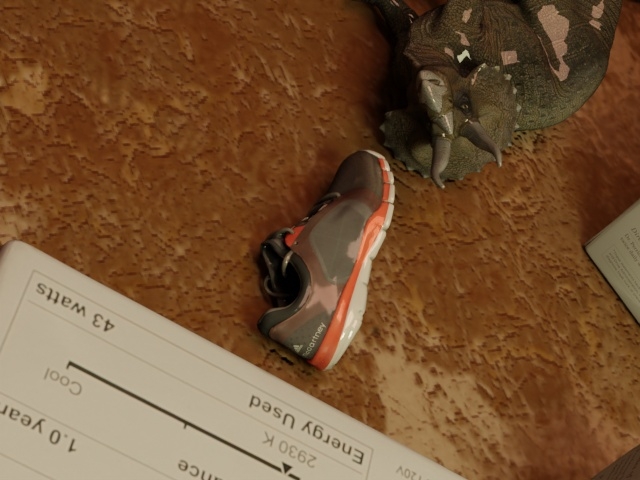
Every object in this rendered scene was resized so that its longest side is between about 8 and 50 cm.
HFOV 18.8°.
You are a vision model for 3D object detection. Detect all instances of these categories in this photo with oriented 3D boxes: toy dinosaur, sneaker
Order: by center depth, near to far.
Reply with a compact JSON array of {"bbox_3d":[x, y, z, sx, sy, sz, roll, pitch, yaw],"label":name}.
[{"bbox_3d":[0.000,0.000,1.140,0.065,0.061,0.158,23,48,-10],"label":"sneaker"},{"bbox_3d":[0.121,-0.129,1.295,0.313,0.121,0.160,-22,85,-46],"label":"toy dinosaur"}]

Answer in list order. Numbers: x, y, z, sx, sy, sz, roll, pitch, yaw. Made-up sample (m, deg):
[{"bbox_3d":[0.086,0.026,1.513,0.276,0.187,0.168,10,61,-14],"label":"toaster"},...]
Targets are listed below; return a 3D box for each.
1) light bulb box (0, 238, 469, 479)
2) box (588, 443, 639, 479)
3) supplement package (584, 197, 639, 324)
[{"bbox_3d":[-0.069,0.259,0.791,0.358,0.225,0.361,29,48,-14],"label":"light bulb box"},{"bbox_3d":[0.204,0.230,1.068,0.181,0.119,0.182,42,46,-2],"label":"box"},{"bbox_3d":[0.356,-0.013,1.241,0.198,0.263,0.199,-25,76,-42],"label":"supplement package"}]
